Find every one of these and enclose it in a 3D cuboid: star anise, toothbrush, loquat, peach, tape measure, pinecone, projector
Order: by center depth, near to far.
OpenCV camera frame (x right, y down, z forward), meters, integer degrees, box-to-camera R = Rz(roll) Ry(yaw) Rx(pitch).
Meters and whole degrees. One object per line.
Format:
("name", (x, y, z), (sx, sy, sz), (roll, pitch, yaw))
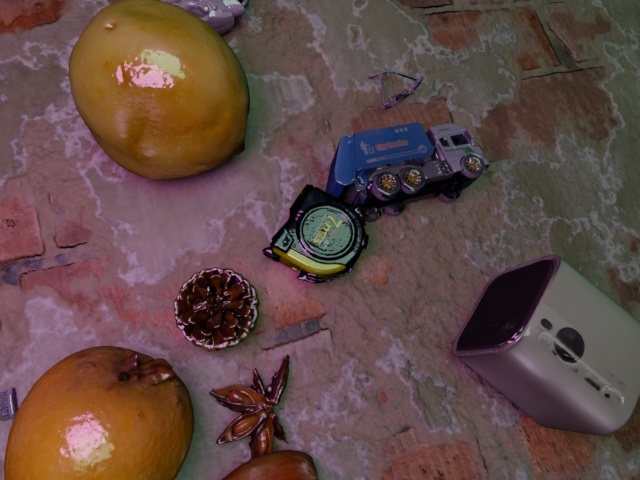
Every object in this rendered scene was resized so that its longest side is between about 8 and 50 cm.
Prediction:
("loquat", (-0.329, 0.297, 0.690), (0.275, 0.275, 0.275), (4, 73, -12))
("toothbrush", (-0.510, 0.411, 0.739), (0.031, 0.023, 0.321), (-15, 77, -10))
("pinecone", (-0.194, 0.125, 0.823), (0.163, 0.165, 0.163), (2, 76, -8))
("star anise", (-0.133, 0.324, 0.836), (0.157, 0.053, 0.212), (6, 76, -16))
("peach", (-0.296, -0.287, 0.859), (0.315, 0.314, 0.281), (8, 37, -10))
("projector", (0.466, 0.210, 0.907), (0.249, 0.248, 0.248), (39, 69, 0))
("tape measure", (0.000, 0.000, 0.937), (0.186, 0.112, 0.199), (30, 75, 4))

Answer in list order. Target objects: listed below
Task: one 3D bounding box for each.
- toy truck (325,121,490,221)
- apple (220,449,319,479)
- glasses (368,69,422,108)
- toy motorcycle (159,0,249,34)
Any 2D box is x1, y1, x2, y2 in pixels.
("toy truck", (0.189, -0.161, 1.010), (0.367, 0.146, 0.175), (-12, 73, -16))
("apple", (-0.114, 0.522, 0.719), (0.254, 0.179, 0.346), (21, 72, 27))
("glasses", (0.181, -0.407, 1.125), (0.140, 0.062, 0.104), (-35, 83, -21))
("toy motorcycle", (-0.304, -0.558, 1.038), (0.260, 0.110, 0.171), (11, 83, -5))
